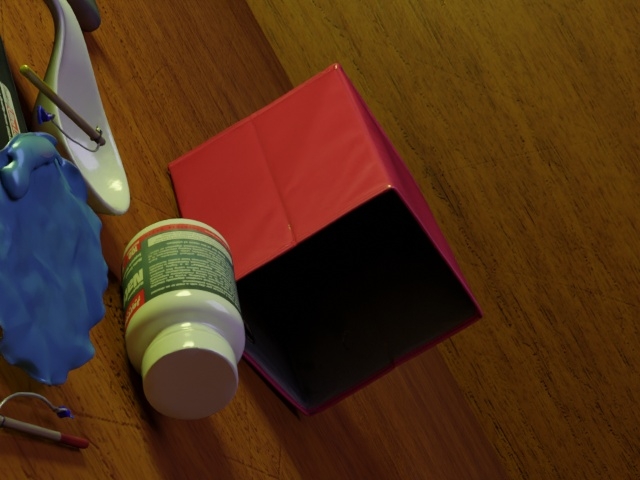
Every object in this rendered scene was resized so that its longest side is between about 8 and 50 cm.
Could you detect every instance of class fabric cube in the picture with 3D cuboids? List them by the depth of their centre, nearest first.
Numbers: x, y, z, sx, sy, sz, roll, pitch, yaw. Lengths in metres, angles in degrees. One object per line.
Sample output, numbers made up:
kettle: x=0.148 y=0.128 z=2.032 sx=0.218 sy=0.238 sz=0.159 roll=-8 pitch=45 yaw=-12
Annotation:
fabric cube: x=0.000 y=0.000 z=1.612 sx=0.254 sy=0.259 sz=0.258 roll=51 pitch=11 yaw=-41

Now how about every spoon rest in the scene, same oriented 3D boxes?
spoon rest: x=-0.247 y=-0.147 z=1.266 sx=0.276 sy=0.084 sz=0.137 roll=61 pitch=10 yaw=8

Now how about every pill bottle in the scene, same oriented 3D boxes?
pill bottle: x=-0.123 y=0.071 z=1.206 sx=0.108 sy=0.108 sz=0.180 roll=54 pitch=11 yaw=-33

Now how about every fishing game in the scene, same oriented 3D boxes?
fishing game: x=-0.206 y=0.015 z=0.969 sx=0.189 sy=0.041 sz=0.264 roll=41 pitch=46 yaw=-68

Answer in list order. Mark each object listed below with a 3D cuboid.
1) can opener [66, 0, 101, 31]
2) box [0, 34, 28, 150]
can opener: x=-0.317 y=-0.350 z=1.519 sx=0.280 sy=0.074 sz=0.093 roll=49 pitch=16 yaw=-50
box: x=-0.334 y=-0.190 z=0.985 sx=0.293 sy=0.073 sz=0.296 roll=47 pitch=18 yaw=-53
